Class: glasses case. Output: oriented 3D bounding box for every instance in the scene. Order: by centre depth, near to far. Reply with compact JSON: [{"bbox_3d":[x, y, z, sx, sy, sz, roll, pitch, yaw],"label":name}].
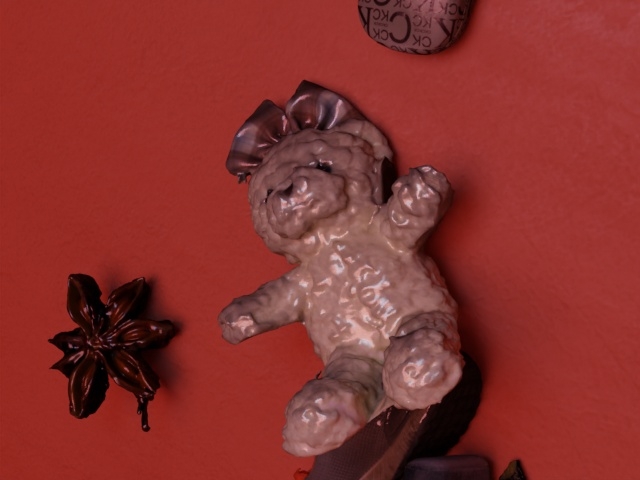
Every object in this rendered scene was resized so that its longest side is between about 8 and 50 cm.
[{"bbox_3d":[0.135,-0.394,1.157,0.137,0.085,0.355,22,107,28],"label":"glasses case"}]

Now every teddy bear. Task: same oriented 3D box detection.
[{"bbox_3d":[0.000,0.000,1.167,0.327,0.375,0.362,-29,96,18],"label":"teddy bear"}]

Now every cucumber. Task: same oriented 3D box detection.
[{"bbox_3d":[0.250,0.337,1.225,0.034,0.033,0.135,-18,89,-1],"label":"cucumber"}]

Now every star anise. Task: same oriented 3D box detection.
[{"bbox_3d":[-0.315,0.157,1.483,0.190,0.126,0.220,13,80,1],"label":"star anise"}]

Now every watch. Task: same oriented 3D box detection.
[{"bbox_3d":[0.149,0.355,1.186,0.068,0.206,0.193,-3,81,34],"label":"watch"}]

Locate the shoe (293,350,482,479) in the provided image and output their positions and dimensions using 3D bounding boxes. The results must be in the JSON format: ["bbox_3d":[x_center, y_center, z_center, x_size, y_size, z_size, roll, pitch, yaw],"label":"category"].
[{"bbox_3d":[0.067,0.234,1.277,0.171,0.132,0.337,47,121,28],"label":"shoe"}]
